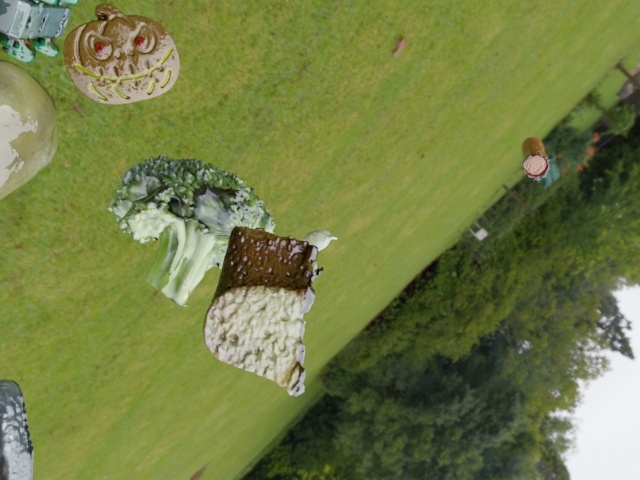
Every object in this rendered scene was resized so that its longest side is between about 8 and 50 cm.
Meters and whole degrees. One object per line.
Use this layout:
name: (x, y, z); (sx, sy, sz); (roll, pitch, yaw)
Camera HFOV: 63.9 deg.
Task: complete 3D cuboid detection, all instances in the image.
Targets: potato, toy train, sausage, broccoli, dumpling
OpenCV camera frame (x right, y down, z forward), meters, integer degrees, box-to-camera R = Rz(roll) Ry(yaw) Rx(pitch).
potato: (-0.580, -0.171, 0.830); (0.326, 0.221, 0.243); (-49, 177, -39)
toy train: (-0.720, -0.554, 1.166); (0.178, 0.249, 0.429); (-58, -162, 16)
sausage: (0.398, -0.160, 0.956); (0.048, 0.050, 0.145); (-47, -174, 31)
broccoli: (-0.261, -0.036, 1.100); (0.317, 0.277, 0.338); (-45, 152, -41)
dumpling: (-0.001, -0.001, 1.042); (0.077, 0.043, 0.059); (-38, 159, 28)

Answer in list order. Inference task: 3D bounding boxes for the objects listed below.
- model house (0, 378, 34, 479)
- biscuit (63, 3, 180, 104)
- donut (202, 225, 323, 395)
model house: (-0.654, 0.375, 0.812); (0.190, 0.271, 0.301); (-16, 166, 19)
biscuit: (-0.726, -0.678, 1.866); (0.394, 0.350, 0.070); (-22, -161, -11)
donut: (-0.067, 0.073, 0.617); (0.144, 0.126, 0.187); (147, -40, -74)
